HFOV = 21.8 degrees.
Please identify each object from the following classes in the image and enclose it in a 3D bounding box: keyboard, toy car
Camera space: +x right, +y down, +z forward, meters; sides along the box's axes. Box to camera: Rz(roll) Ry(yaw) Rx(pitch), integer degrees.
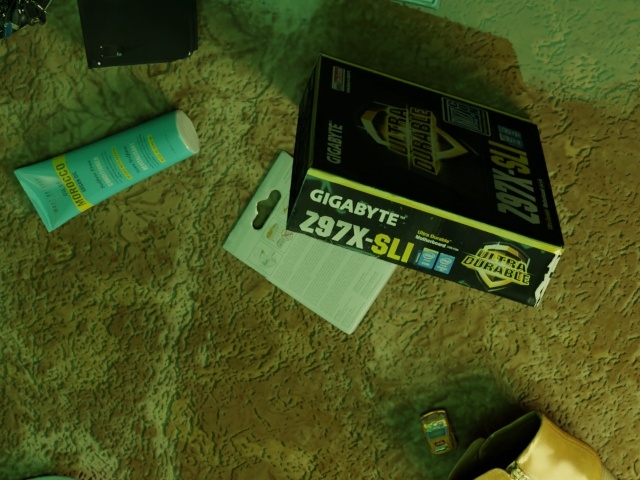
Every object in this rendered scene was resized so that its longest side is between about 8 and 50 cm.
[{"bbox_3d":[-0.230,-0.290,1.675,0.202,0.033,0.317,-5,142,-5],"label":"keyboard"},{"bbox_3d":[0.179,0.234,1.973,0.122,0.040,0.060,-1,114,2],"label":"toy car"}]

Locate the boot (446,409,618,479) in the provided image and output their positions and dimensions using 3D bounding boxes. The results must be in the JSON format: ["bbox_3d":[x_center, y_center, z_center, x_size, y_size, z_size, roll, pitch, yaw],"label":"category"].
[{"bbox_3d":[0.212,0.342,1.968,0.211,0.104,0.295,37,99,-31],"label":"boot"}]

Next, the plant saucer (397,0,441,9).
[{"bbox_3d":[0.040,-0.292,1.750,0.192,0.018,0.067,12,114,-3],"label":"plant saucer"}]

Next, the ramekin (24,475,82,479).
[{"bbox_3d":[-0.336,0.389,1.975,0.207,0.207,0.109,-11,123,7],"label":"ramekin"}]

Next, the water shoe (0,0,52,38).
[{"bbox_3d":[-0.363,-0.231,1.753,0.203,0.080,0.073,-30,111,14],"label":"water shoe"}]

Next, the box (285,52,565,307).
[{"bbox_3d":[0.102,-0.069,1.683,0.257,0.322,0.079,19,115,-6],"label":"box"}]

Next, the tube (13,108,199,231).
[{"bbox_3d":[-0.235,-0.083,1.841,0.207,0.052,0.080,-23,101,18],"label":"tube"}]

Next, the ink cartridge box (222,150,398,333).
[{"bbox_3d":[0.000,0.000,1.883,0.179,0.045,0.145,35,112,6],"label":"ink cartridge box"}]
